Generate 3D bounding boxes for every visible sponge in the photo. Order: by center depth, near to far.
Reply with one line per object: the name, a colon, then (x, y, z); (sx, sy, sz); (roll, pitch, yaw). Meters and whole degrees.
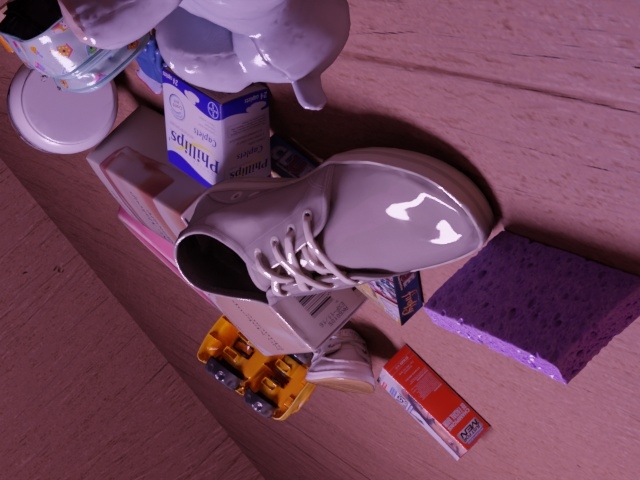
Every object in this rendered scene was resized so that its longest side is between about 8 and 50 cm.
sponge: (0.198, 0.057, 1.261); (0.210, 0.117, 0.031); (24, 151, 57)

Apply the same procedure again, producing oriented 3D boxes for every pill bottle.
pill bottle: (-0.394, -0.211, 2.072); (0.162, 0.162, 0.278); (50, 171, -12)

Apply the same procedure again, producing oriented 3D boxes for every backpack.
backpack: (-0.300, -0.269, 1.698); (0.144, 0.166, 0.188); (52, 168, -22)

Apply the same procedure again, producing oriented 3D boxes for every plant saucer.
plant saucer: (-0.225, 0.014, 2.298); (0.332, 0.084, 0.332); (42, 172, 7)

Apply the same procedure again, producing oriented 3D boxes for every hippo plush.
hippo plush: (-0.066, -0.246, 1.153); (0.294, 0.234, 0.236); (-7, 161, 20)

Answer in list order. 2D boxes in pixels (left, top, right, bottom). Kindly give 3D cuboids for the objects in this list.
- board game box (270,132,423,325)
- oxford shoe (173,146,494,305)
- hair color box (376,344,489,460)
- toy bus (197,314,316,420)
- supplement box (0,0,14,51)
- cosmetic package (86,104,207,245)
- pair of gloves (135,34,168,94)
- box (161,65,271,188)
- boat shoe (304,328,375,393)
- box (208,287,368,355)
board game box: (0.023, -0.013, 1.708); (0.243, 0.042, 0.165); (40, 164, 25)
oxford shoe: (0.000, 0.000, 1.472); (0.449, 0.130, 0.169); (-5, 130, 47)
hair color box: (0.160, 0.234, 1.950); (0.167, 0.053, 0.093); (43, 164, 11)
toy bus: (-0.087, 0.242, 2.514); (0.220, 0.149, 0.211); (36, 175, 28)
supplement box: (-0.454, -0.341, 2.072); (0.062, 0.098, 0.036); (51, 168, -21)
cosmetic package: (-0.200, -0.074, 1.999); (0.296, 0.129, 0.153); (29, 160, 50)
pair of gloves: (-0.196, -0.211, 1.846); (0.198, 0.023, 0.159); (45, 163, 3)
box: (-0.127, -0.140, 1.654); (0.126, 0.072, 0.137); (35, 138, 40)
boat shoe: (0.030, 0.181, 2.083); (0.098, 0.096, 0.277); (15, 173, -9)
box: (-0.053, 0.079, 2.002); (0.148, 0.121, 0.311); (46, 165, -5)
